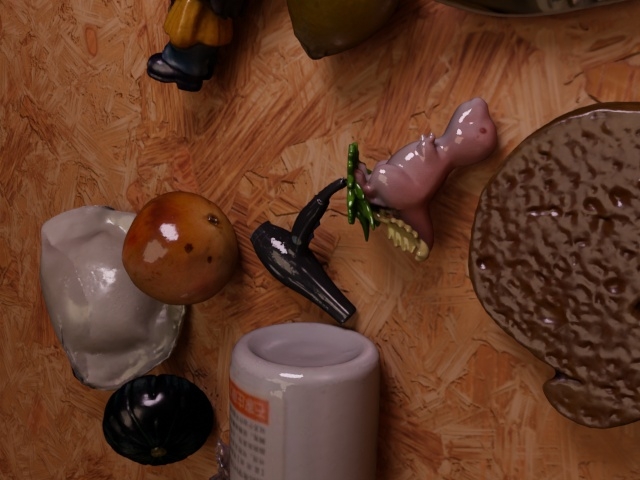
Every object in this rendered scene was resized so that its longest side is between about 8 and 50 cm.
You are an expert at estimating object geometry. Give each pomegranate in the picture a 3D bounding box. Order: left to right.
[{"bbox_3d":[-0.229,0.014,0.911,0.191,0.191,0.191,7,101,35],"label":"pomegranate"}]

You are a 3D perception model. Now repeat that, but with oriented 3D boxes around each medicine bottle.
[{"bbox_3d":[-0.026,0.322,0.792,0.211,0.211,0.372,10,103,35],"label":"medicine bottle"}]

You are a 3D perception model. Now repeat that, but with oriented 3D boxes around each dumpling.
[{"bbox_3d":[-0.393,0.082,1.060,0.260,0.181,0.341,-23,52,0],"label":"dumpling"}]

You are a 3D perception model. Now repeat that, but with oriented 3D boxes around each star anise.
[{"bbox_3d":[-0.137,0.438,0.982,0.195,0.065,0.182,52,122,22],"label":"star anise"}]

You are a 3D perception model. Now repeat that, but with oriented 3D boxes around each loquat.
[{"bbox_3d":[0.029,-0.317,0.686,0.152,0.152,0.195,47,115,21],"label":"loquat"}]

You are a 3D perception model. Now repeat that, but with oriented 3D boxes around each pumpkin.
[{"bbox_3d":[-0.293,0.325,1.006,0.194,0.194,0.150,-31,59,35],"label":"pumpkin"}]

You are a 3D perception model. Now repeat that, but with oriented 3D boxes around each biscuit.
[{"bbox_3d":[0.341,0.044,0.564,0.394,0.070,0.351,35,118,28],"label":"biscuit"}]

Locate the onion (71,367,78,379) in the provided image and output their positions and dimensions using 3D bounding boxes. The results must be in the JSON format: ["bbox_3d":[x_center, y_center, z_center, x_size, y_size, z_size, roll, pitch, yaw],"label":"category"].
[{"bbox_3d":[-0.452,0.237,1.146,0.131,0.131,0.131,7,101,35],"label":"onion"}]

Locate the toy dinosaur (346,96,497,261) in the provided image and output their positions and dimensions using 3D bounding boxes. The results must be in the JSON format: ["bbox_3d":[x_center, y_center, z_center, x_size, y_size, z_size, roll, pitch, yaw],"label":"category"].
[{"bbox_3d":[0.123,-0.076,0.693,0.176,0.152,0.194,2,93,7],"label":"toy dinosaur"}]

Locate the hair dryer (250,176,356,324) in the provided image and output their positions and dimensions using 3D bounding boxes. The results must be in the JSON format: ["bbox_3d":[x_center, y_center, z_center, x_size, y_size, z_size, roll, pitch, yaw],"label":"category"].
[{"bbox_3d":[0.000,0.000,0.784,0.195,0.075,0.219,42,135,13],"label":"hair dryer"}]

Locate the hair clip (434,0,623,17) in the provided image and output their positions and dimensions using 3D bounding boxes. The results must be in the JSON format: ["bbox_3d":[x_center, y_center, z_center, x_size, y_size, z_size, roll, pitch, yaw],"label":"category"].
[{"bbox_3d":[0.217,-0.321,0.567,0.282,0.113,0.173,22,99,32],"label":"hair clip"}]

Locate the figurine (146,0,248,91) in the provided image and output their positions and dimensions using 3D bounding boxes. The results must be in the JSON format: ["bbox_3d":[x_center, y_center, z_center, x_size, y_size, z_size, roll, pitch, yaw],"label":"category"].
[{"bbox_3d":[-0.147,-0.384,0.806,0.204,0.185,0.332,11,127,2],"label":"figurine"}]
